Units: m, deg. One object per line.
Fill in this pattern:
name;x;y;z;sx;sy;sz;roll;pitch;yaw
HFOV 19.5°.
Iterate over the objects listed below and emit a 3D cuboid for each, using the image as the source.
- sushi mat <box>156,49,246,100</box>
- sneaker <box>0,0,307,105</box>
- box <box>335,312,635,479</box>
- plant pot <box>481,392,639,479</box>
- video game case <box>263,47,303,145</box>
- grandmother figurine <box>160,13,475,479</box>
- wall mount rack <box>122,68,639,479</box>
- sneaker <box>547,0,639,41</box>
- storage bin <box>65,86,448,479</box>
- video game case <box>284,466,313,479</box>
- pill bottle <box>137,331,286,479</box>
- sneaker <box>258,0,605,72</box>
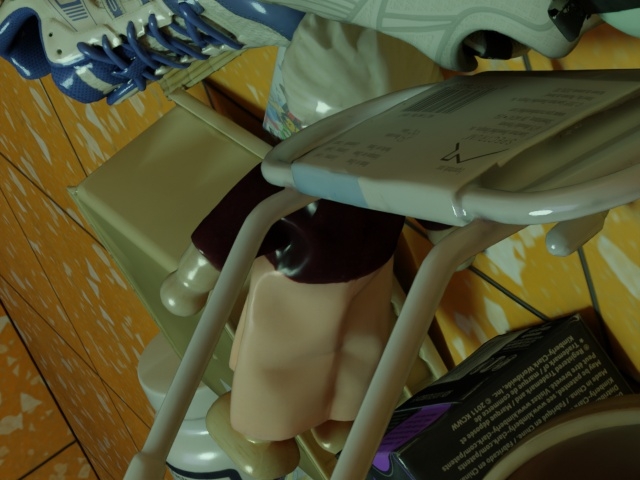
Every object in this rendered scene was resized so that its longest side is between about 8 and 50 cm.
sushi mat;-0.112;-0.190;1.366;0.151;0.019;0.316;58;164;-6
sneaker;-0.100;-0.134;1.159;0.112;0.131;0.296;36;168;-36
box;0.155;0.198;1.135;0.270;0.143;0.165;56;166;-2
plant pot;0.189;0.182;0.978;0.237;0.237;0.110;56;-156;-2
video game case;0.006;-0.067;1.278;0.119;0.015;0.166;53;164;12
grandmother figurine;0.000;0.000;1.123;0.104;0.208;0.342;47;141;32
wall mount rack;0.047;0.024;0.814;0.130;0.304;0.350;66;162;-14
sneaker;0.091;-0.176;0.679;0.256;0.094;0.151;59;167;-8
storage bin;-0.036;0.053;1.412;0.262;0.123;0.260;33;159;52
video game case;0.019;0.227;1.523;0.026;0.206;0.227;23;177;-23
pill bottle;-0.066;0.198;1.760;0.153;0.153;0.264;34;153;52
sneaker;0.042;-0.133;0.903;0.118;0.110;0.292;51;166;-17
